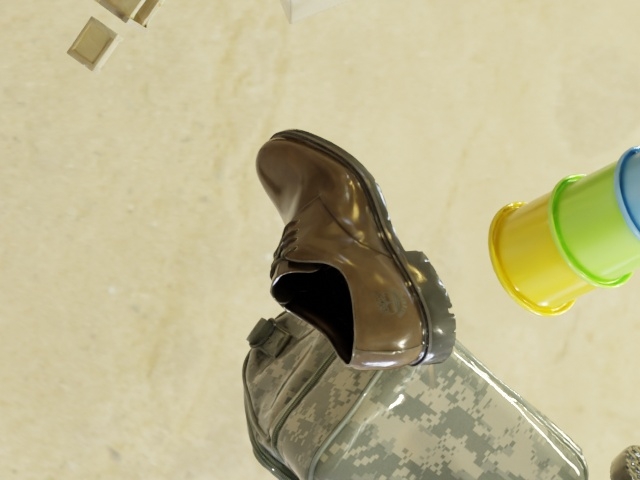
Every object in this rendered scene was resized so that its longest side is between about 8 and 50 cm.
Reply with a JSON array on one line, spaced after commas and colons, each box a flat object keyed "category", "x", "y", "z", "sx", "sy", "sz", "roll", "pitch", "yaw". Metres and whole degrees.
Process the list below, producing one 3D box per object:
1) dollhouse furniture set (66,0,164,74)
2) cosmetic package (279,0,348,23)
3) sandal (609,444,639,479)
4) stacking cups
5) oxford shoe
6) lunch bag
[{"category": "dollhouse furniture set", "x": -0.280, "y": -0.322, "z": 1.772, "sx": 0.161, "sy": 0.101, "sz": 0.182, "roll": 36, "pitch": 94, "yaw": 7}, {"category": "cosmetic package", "x": 0.032, "y": -0.347, "z": 1.278, "sx": 0.225, "sy": 0.138, "sz": 0.224, "roll": -22, "pitch": 87, "yaw": -4}, {"category": "sandal", "x": 0.320, "y": 0.340, "z": 1.358, "sx": 0.107, "sy": 0.445, "sz": 0.167, "roll": -41, "pitch": 100, "yaw": 21}, {"category": "stacking cups", "x": 0.250, "y": -0.044, "z": 0.977, "sx": 0.096, "sy": 0.316, "sz": 0.096, "roll": 17, "pitch": 58, "yaw": -30}, {"category": "oxford shoe", "x": 0.000, "y": 0.000, "z": 0.996, "sx": 0.096, "sy": 0.227, "sz": 0.082, "roll": -10, "pitch": 134, "yaw": -27}, {"category": "lunch bag", "x": 0.081, "y": 0.198, "z": 1.430, "sx": 0.305, "sy": 0.256, "sz": 0.212, "roll": 40, "pitch": 86, "yaw": -27}]
